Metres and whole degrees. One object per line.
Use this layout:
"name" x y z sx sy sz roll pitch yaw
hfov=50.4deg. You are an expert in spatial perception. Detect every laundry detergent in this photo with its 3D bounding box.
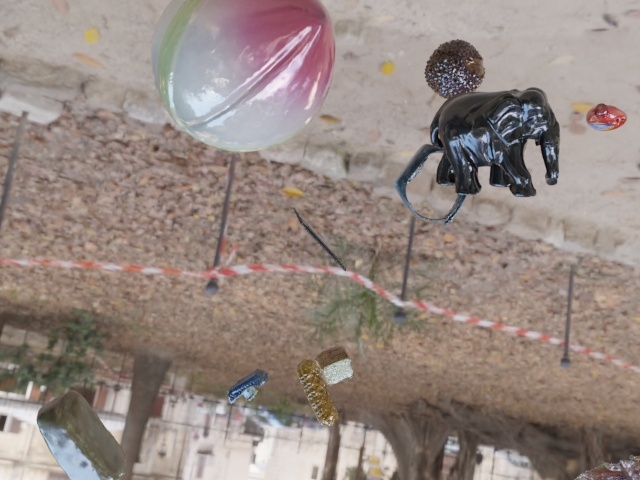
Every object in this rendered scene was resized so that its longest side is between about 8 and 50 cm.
"laundry detergent" 0.709 -0.309 1.687 0.097 0.049 0.165 2 180 25

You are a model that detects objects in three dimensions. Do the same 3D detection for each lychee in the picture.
"lychee" 0.407 -0.524 2.099 0.188 0.188 0.188 9 166 2

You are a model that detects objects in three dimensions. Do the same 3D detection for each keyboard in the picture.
"keyboard" 0.000 0.000 1.534 0.010 0.063 0.198 -37 132 6

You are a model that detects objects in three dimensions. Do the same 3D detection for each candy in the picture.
"candy" -0.549 0.461 1.559 0.104 0.234 0.102 -30 -169 23

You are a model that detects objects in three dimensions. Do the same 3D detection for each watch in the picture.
"watch" 0.317 -0.156 1.859 0.193 0.206 0.068 38 -178 -3

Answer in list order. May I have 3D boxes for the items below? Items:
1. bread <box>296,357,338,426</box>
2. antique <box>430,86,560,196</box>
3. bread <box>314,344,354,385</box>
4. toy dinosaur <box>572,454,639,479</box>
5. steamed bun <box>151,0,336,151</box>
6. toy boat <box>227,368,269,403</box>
"bread" -0.008 0.339 1.516 0.044 0.157 0.052 -15 165 -39
"antique" 0.422 -0.246 1.667 0.322 0.255 0.185 7 -161 25
"bread" 0.034 0.301 1.663 0.083 0.070 0.076 -23 126 -10
"toy dinosaur" 0.594 0.477 1.300 0.327 0.113 0.206 -9 137 2
"steamed bun" -0.100 -0.300 1.086 0.309 0.309 0.309 9 166 2
"toy boat" -0.112 0.231 1.056 0.083 0.038 0.038 -35 146 20
